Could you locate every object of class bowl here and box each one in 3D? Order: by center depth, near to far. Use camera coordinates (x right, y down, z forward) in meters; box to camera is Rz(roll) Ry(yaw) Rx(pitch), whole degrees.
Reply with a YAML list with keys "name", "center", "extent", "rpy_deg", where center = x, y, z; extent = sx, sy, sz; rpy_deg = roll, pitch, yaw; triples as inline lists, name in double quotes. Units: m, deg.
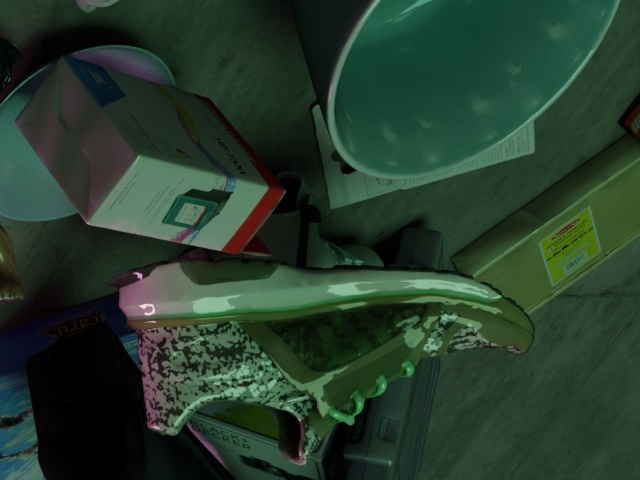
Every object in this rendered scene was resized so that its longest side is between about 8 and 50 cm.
- name: "bowl"
  center: [0.097, -0.221, 1.673]
  extent: [0.311, 0.163, 0.311]
  rpy_deg: [-27, 146, -20]

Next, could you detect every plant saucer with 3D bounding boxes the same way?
- name: "plant saucer"
  center: [-0.215, -0.100, 1.633]
  extent: [0.195, 0.037, 0.195]
  rpy_deg: [-26, 145, -20]

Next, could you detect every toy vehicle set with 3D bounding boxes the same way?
- name: "toy vehicle set"
  center: [0.286, -0.004, 2.252]
  extent: [0.267, 0.035, 0.166]
  rpy_deg: [-35, 148, -6]

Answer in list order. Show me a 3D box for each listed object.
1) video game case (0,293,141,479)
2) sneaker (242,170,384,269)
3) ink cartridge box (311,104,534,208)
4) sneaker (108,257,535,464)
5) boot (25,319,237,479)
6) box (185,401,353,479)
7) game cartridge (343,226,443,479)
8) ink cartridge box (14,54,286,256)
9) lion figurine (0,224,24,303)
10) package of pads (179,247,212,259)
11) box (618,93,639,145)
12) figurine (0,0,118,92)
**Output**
- name: "video game case"
  center: [-0.263, 0.173, 1.906]
  extent: [0.269, 0.061, 0.244]
  rpy_deg: [-18, 143, -30]
- name: "sneaker"
  center: [0.000, 0.000, 1.922]
  extent: [0.256, 0.094, 0.151]
  rpy_deg: [-25, 120, -62]
- name: "ink cartridge box"
  center: [0.103, -0.128, 1.922]
  extent: [0.225, 0.056, 0.181]
  rpy_deg: [-15, 145, -2]
- name: "sneaker"
  center: [0.003, 0.113, 1.749]
  extent: [0.410, 0.182, 0.158]
  rpy_deg: [3, 176, -21]
- name: "boot"
  center: [-0.100, 0.315, 1.827]
  extent: [0.146, 0.367, 0.445]
  rpy_deg: [-34, 145, -5]
- name: "box"
  center: [-0.045, 0.234, 2.071]
  extent: [0.290, 0.169, 0.087]
  rpy_deg: [82, 30, -59]
- name: "game cartridge"
  center: [0.079, 0.187, 2.059]
  extent: [0.068, 0.355, 0.230]
  rpy_deg: [5, 144, 14]
- name: "ink cartridge box"
  center: [-0.126, -0.066, 1.603]
  extent: [0.231, 0.134, 0.078]
  rpy_deg: [12, 122, -52]
- name: "lion figurine"
  center: [-0.357, -0.070, 1.427]
  extent: [0.142, 0.240, 0.392]
  rpy_deg: [-14, 168, 12]
- name: "package of pads"
  center: [-0.108, 0.052, 1.884]
  extent: [0.032, 0.083, 0.050]
  rpy_deg: [-26, 147, 0]
- name: "box"
  center: [0.454, -0.165, 2.100]
  extent: [0.044, 0.159, 0.233]
  rpy_deg: [3, 129, -49]
- name: "figurine"
  center: [-0.235, -0.201, 1.456]
  extent: [0.215, 0.092, 0.209]
  rpy_deg: [-37, 156, -4]
